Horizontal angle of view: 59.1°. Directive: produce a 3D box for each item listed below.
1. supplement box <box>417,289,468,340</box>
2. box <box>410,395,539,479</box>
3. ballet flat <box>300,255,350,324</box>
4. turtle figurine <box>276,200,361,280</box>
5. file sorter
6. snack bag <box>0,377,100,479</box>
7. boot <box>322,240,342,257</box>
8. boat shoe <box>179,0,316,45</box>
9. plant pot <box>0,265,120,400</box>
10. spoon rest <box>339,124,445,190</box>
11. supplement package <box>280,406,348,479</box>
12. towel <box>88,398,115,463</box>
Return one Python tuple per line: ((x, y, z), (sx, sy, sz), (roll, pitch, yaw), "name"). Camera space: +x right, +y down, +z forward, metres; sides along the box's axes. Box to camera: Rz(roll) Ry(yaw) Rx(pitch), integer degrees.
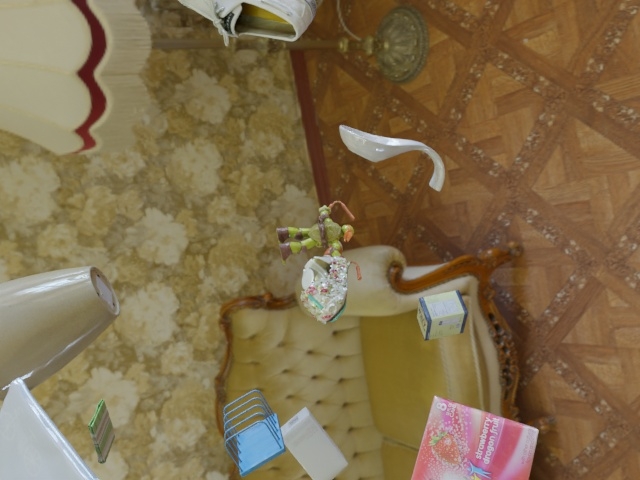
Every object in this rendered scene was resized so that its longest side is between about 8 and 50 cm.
((0.245, 0.152, 1.143), (0.083, 0.083, 0.056), (84, 174, -51), "supplement box")
((0.195, 0.394, 0.797), (0.154, 0.300, 0.142), (14, 161, 21), "box")
((0.006, 0.066, 0.989), (0.077, 0.241, 0.091), (37, 100, -8), "ballet flat")
((0.000, 0.000, 1.475), (0.087, 0.217, 0.270), (82, 176, -55), "turtle figurine")
((-0.171, 0.465, 1.387), (0.104, 0.118, 0.170), (61, 176, -16), "file sorter")
((-0.459, 0.435, 0.910), (0.323, 0.037, 0.343), (35, 109, 27), "snack bag")
((0.037, 0.067, 1.598), (0.059, 0.085, 0.158), (15, 146, 9), "boot")
((-0.204, -0.536, 1.334), (0.367, 0.156, 0.136), (18, 153, 9), "boat shoe")
((-0.598, 0.172, 1.241), (0.256, 0.274, 0.256), (62, 175, 9), "plant pot")
((0.167, -0.203, 1.274), (0.084, 0.276, 0.137), (-63, 20, 13), "spoon rest")
((-0.022, 0.579, 1.585), (0.179, 0.105, 0.105), (51, 171, 0), "supplement package")
((-0.640, 0.558, 1.647), (0.113, 0.023, 0.152), (-95, 1, -63), "towel")
